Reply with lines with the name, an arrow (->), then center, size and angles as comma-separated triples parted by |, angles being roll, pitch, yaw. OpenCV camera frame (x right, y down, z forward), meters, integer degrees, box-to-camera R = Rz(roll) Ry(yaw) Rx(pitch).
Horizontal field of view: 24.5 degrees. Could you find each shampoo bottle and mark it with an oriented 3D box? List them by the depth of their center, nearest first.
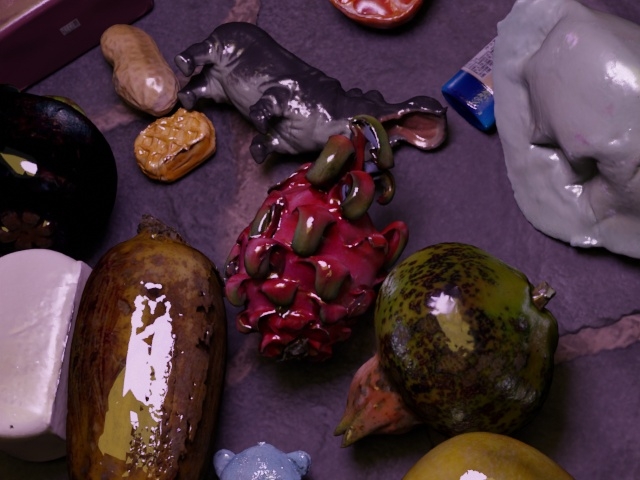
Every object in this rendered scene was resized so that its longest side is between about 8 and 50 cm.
shampoo bottle -> 0.245, -0.224, 1.871 | 0.183, 0.050, 0.087 | -42, 63, -8

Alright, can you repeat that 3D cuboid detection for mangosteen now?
mangosteen -> -0.358, -0.089, 1.835 | 0.243, 0.243, 0.243 | -4, 66, 9

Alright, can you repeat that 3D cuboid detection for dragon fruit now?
dragon fruit -> 0.002, 0.009, 1.710 | 0.218, 0.273, 0.198 | 5, 42, -34

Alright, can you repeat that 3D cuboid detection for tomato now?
tomato -> 0.078, -0.341, 1.945 | 0.156, 0.069, 0.155 | -3, 68, 7

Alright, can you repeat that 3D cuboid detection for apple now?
apple -> 0.181, 0.333, 1.548 | 0.261, 0.194, 0.260 | -1, 74, 5

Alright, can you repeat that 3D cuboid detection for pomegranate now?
pomegranate -> 0.144, 0.140, 1.673 | 0.204, 0.276, 0.222 | 9, 38, -26

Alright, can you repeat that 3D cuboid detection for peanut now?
peanut -> -0.244, -0.228, 1.951 | 0.080, 0.080, 0.174 | -32, 52, -4

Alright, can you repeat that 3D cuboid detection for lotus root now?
lotus root -> -0.201, 0.154, 1.708 | 0.179, 0.196, 0.397 | 5, 67, 0

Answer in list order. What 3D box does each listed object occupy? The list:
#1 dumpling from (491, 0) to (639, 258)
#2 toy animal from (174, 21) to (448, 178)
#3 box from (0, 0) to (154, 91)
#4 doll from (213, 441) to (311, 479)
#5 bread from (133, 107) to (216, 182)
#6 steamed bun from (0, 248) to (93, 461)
dumpling -> 0.362, -0.134, 1.739 | 0.212, 0.270, 0.320 | -12, 38, -18
toy animal -> -0.019, -0.164, 1.862 | 0.343, 0.106, 0.168 | 25, 51, 16
box -> -0.375, -0.341, 1.973 | 0.294, 0.193, 0.167 | -33, 70, -5
doll -> -0.074, 0.318, 1.677 | 0.120, 0.075, 0.179 | -1, 66, 14
bread -> -0.190, -0.126, 1.916 | 0.111, 0.044, 0.083 | -32, 63, -2
steamed bun -> -0.359, 0.136, 1.774 | 0.164, 0.146, 0.241 | 1, 67, 13
